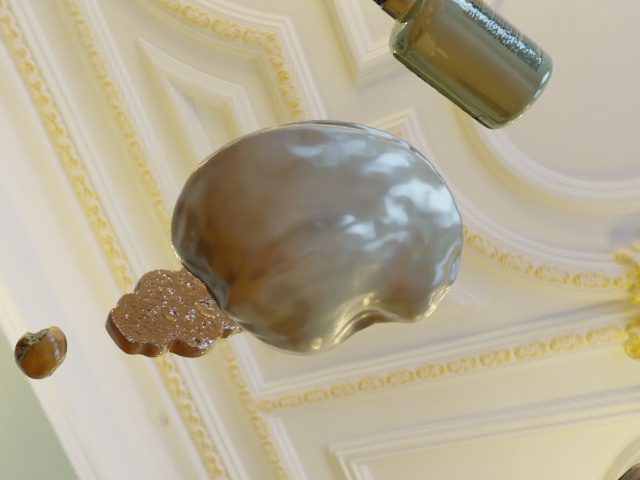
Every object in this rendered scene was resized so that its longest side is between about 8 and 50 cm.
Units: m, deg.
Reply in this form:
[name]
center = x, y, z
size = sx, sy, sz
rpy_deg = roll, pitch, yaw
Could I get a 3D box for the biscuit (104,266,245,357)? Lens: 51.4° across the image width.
[biscuit]
center = -0.259, 0.133, 1.282
size = 0.202, 0.334, 0.047
rpy_deg = 47, -54, 18

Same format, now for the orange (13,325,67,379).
[orange]
center = -0.430, 0.172, 1.014
size = 0.086, 0.062, 0.086
rpy_deg = -5, -99, 29

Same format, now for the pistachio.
[pistachio]
center = 0.000, 0.000, 1.009
size = 0.446, 0.281, 0.365
rpy_deg = 5, -69, -13

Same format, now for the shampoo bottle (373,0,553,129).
[shampoo bottle]
center = 0.107, -0.165, 0.545
size = 0.162, 0.079, 0.079
rpy_deg = 33, -63, -14

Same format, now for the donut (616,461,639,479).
[donut]
center = 0.292, 0.246, 0.430
size = 0.235, 0.089, 0.234
rpy_deg = 1, -111, -1
